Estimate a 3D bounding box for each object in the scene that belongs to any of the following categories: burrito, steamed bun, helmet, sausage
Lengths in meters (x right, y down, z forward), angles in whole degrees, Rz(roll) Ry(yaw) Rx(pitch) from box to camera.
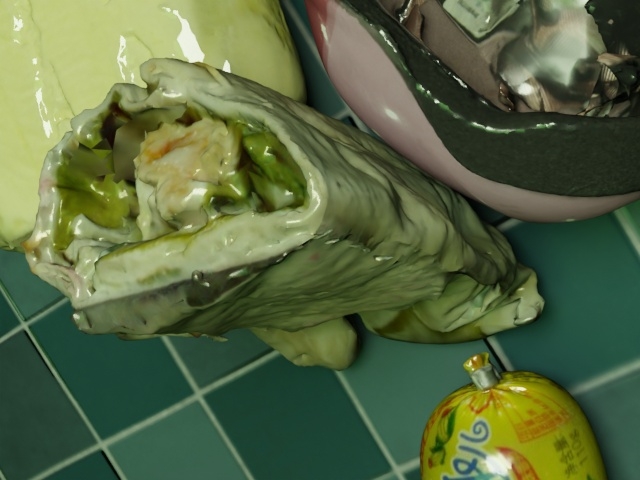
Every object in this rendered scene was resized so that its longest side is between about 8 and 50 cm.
[{"bbox_3d":[-0.003,0.000,0.690,0.190,0.332,0.135,-23,69,25],"label":"burrito"},{"bbox_3d":[-0.134,-0.127,0.783,0.273,0.166,0.232,-28,81,25],"label":"steamed bun"},{"bbox_3d":[0.100,-0.104,0.664,0.253,0.198,0.154,24,142,20],"label":"helmet"},{"bbox_3d":[0.147,0.238,0.779,0.123,0.123,0.347,-9,103,29],"label":"sausage"}]
